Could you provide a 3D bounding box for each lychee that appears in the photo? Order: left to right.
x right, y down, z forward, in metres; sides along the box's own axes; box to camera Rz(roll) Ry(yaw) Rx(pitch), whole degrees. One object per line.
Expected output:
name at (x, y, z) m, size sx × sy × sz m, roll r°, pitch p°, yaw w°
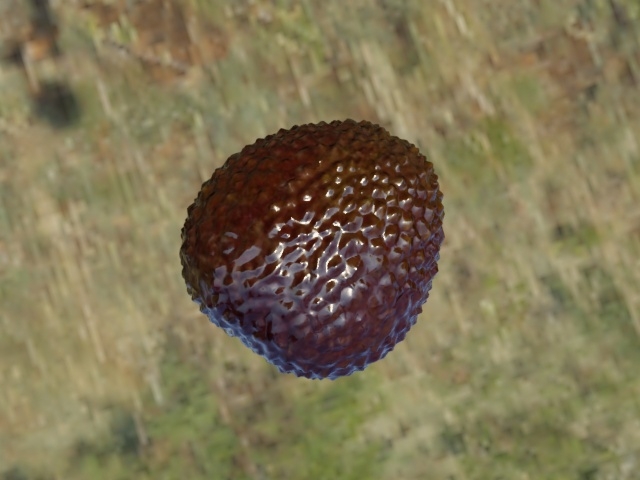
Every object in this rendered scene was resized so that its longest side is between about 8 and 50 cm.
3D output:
lychee at (-0.004, 0.005, 1.219) m, size 0.194 × 0.194 × 0.194 m, roll -18°, pitch 173°, yaw -2°
